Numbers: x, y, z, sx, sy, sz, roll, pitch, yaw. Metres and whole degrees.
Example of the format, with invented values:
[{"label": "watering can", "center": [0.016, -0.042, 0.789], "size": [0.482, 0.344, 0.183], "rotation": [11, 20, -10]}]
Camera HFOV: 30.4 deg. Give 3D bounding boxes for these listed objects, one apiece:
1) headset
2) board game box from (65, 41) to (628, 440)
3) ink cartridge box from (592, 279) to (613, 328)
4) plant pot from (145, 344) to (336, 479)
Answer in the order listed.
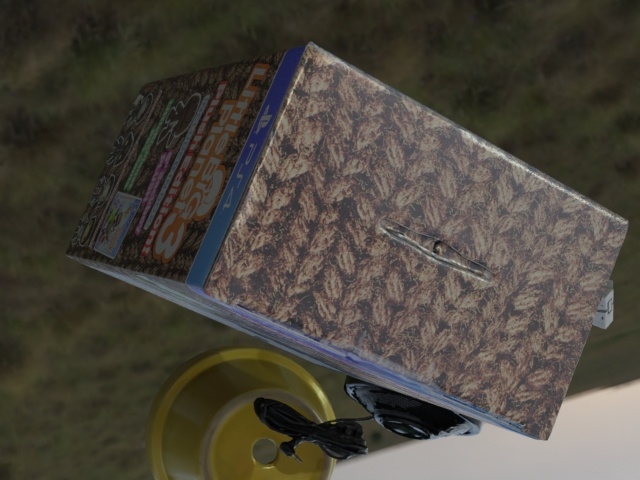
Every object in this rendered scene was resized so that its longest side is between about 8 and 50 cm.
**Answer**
[{"label": "headset", "center": [0.073, 0.081, 1.108], "size": [0.185, 0.243, 0.394], "rotation": [21, 131, -5]}, {"label": "board game box", "center": [0.000, 0.000, 0.759], "size": [0.232, 0.141, 0.291], "rotation": [26, 172, -25]}, {"label": "ink cartridge box", "center": [0.453, 0.099, 1.932], "size": [0.048, 0.083, 0.028], "rotation": [19, -137, 35]}, {"label": "plant pot", "center": [-0.088, 0.261, 1.504], "size": [0.254, 0.254, 0.239], "rotation": [-14, 179, -14]}]
